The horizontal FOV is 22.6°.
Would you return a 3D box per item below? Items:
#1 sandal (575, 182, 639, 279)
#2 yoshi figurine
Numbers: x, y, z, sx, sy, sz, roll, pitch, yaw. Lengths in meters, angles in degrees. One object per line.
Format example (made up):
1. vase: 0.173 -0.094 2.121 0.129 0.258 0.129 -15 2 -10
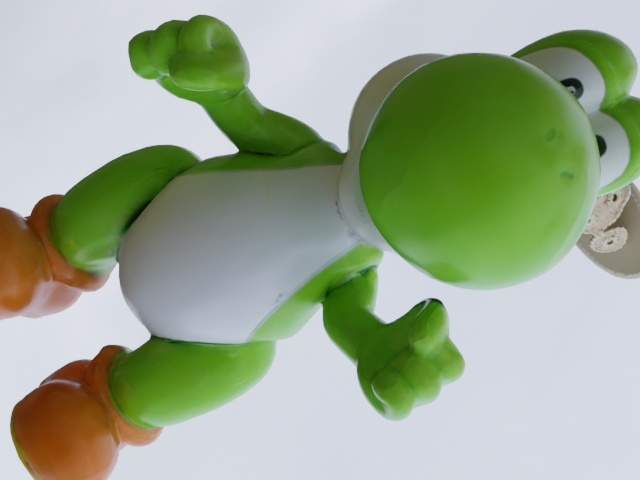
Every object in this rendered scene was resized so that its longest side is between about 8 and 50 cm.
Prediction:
1. sandal: 0.238 -0.055 1.496 0.088 0.240 0.079 -13 -163 32
2. yoshi figurine: -0.009 -0.007 0.794 0.362 0.203 0.203 -24 -137 12
